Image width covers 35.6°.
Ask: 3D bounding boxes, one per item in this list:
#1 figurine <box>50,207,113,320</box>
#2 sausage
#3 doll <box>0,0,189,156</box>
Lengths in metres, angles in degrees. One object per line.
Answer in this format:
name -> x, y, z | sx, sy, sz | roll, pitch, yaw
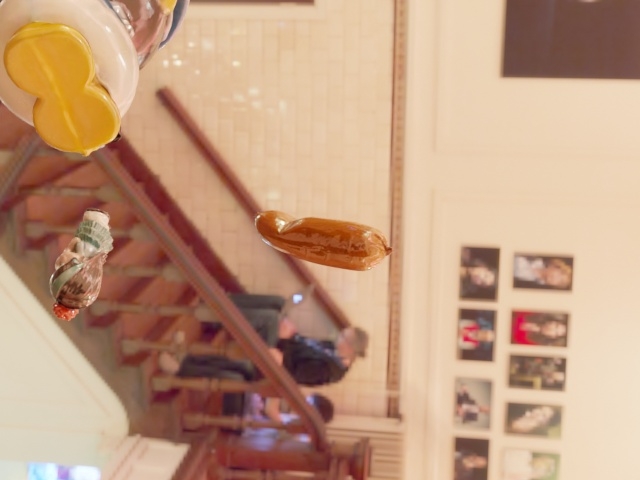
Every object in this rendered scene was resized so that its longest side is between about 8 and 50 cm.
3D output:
figurine -> -0.222, 0.021, 0.933 | 0.060, 0.047, 0.106 | -52, -160, 44
sausage -> 0.000, 0.000, 1.164 | 0.062, 0.183, 0.054 | -39, 135, -58
doll -> -0.171, -0.190, 0.749 | 0.314, 0.141, 0.177 | -96, 171, -49
